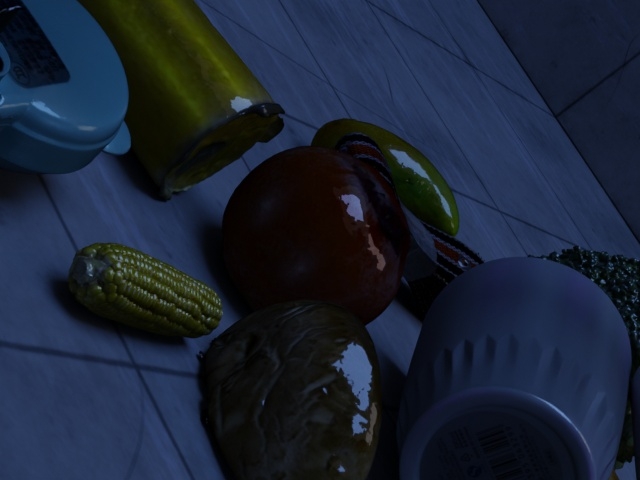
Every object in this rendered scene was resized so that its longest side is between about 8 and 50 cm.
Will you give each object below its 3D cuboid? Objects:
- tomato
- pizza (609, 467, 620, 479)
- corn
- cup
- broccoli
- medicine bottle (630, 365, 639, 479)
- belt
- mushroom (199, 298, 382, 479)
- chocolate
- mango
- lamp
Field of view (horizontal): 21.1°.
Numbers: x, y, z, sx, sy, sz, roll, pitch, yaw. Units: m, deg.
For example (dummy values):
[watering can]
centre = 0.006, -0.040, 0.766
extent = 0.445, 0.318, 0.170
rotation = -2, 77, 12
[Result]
[tomato]
centre = 0.000, 0.000, 1.834
extent = 0.208, 0.184, 0.208
rotation = 45, 18, -19
[pizza]
centre = 0.358, 0.384, 2.135
extent = 0.182, 0.074, 0.365
rotation = 15, 48, -53
[corn]
centre = -0.156, 0.048, 1.551
extent = 0.206, 0.067, 0.067
rotation = 26, 31, -60
[cup]
centre = 0.209, 0.184, 1.901
extent = 0.253, 0.253, 0.371
rotation = 50, 20, -5
[broccoli]
centre = 0.396, 0.156, 2.335
extent = 0.277, 0.338, 0.317
rotation = -29, 99, -59
[medicine bottle]
centre = 0.430, 0.291, 1.985
extent = 0.130, 0.130, 0.341
rotation = -28, 112, -72
[belt]
centre = 0.106, 0.001, 2.201
extent = 0.359, 0.126, 0.094
rotation = 40, 23, -37
[mushroom]
centre = -0.008, 0.145, 1.592
extent = 0.156, 0.151, 0.285
rotation = 37, 23, -35
[chocolate]
centre = -0.216, -0.264, 1.849
extent = 0.445, 0.162, 0.162
rotation = 55, 18, 13
[mango]
centre = 0.091, -0.082, 2.288
extent = 0.233, 0.111, 0.125
rotation = 37, 13, 9
[lamp]
centre = -0.279, -0.151, 1.494
extent = 0.209, 0.147, 0.284
rotation = 54, 9, 12
